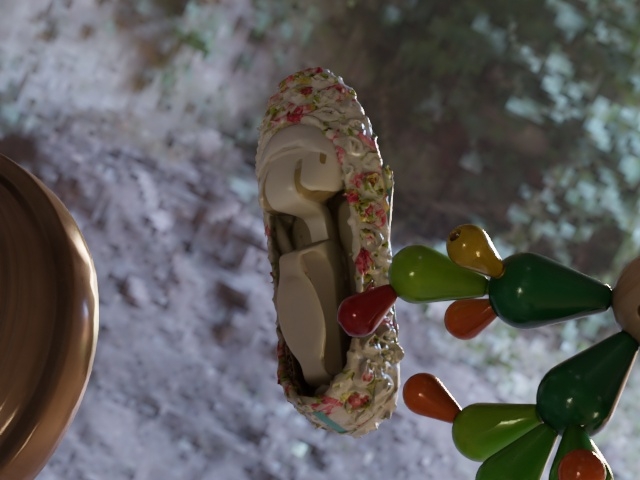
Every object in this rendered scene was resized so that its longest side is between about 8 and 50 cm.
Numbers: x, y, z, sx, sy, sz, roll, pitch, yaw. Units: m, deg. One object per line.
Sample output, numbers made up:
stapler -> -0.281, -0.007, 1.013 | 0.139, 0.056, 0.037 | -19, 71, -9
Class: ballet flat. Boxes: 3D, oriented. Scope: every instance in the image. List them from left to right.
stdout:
ballet flat -> 0.000, 0.000, 1.091 | 0.077, 0.091, 0.241 | 16, 59, -57

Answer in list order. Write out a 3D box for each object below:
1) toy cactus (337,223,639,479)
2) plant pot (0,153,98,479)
toy cactus -> 0.131, 0.051, 0.840 | 0.219, 0.180, 0.112 | 39, -13, 29
plant pot -> -0.245, 0.043, 0.946 | 0.237, 0.237, 0.110 | 33, -6, 29
